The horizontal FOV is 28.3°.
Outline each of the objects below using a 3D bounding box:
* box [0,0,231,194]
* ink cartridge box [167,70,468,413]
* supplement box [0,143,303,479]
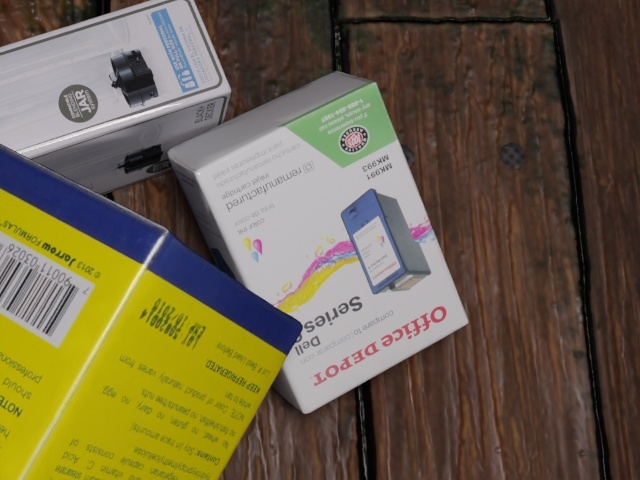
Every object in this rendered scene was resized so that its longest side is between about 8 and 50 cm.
[{"bbox_3d":[-0.222,-0.079,0.960,0.290,0.169,0.087,-21,80,-12],"label":"box"},{"bbox_3d":[0.000,0.000,0.972,0.154,0.093,0.212,-27,111,-13],"label":"ink cartridge box"},{"bbox_3d":[-0.207,0.144,0.834,0.195,0.194,0.356,25,81,31],"label":"supplement box"}]
